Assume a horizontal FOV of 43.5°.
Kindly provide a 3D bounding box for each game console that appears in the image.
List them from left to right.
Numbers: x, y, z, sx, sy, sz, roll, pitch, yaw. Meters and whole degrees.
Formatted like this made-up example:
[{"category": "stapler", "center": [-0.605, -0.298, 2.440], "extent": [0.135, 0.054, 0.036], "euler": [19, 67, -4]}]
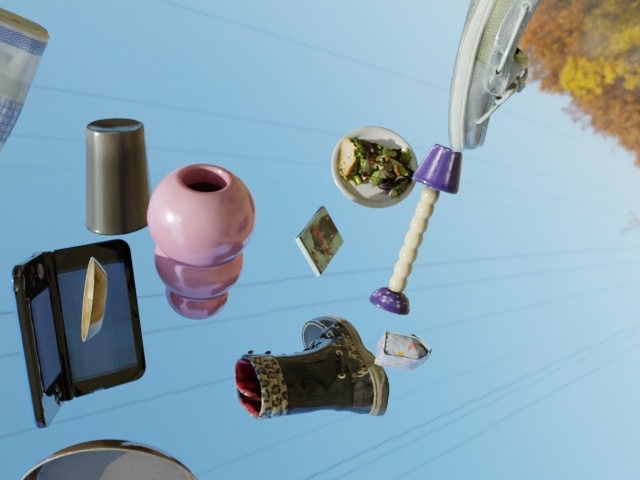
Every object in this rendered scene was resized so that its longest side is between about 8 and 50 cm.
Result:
[{"category": "game console", "center": [-0.437, 0.161, 1.482], "extent": [0.250, 0.173, 0.293], "euler": [-124, 27, -80]}]

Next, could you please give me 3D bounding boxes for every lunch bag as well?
[{"category": "lunch bag", "center": [0.139, 0.186, 1.347], "extent": [0.083, 0.071, 0.053], "euler": [13, -114, -2]}]

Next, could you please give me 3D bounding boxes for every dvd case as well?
[{"category": "dvd case", "center": [0.000, 0.000, 1.507], "extent": [0.087, 0.013, 0.119], "euler": [61, -142, -19]}]

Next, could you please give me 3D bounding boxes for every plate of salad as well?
[{"category": "plate of salad", "center": [0.124, -0.169, 1.800], "extent": [0.200, 0.048, 0.200], "euler": [2, -108, -7]}]

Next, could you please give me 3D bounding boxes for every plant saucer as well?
[{"category": "plant saucer", "center": [-0.221, 0.058, 0.788], "extent": [0.015, 0.083, 0.083], "euler": [6, -131, -22]}, {"category": "plant saucer", "center": [-0.349, 0.423, 1.356], "extent": [0.310, 0.310, 0.050], "euler": [33, -148, -30]}]

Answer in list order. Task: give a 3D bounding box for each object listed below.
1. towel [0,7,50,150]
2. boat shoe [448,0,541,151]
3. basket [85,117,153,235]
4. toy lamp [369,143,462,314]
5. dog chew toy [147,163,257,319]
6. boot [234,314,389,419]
[{"category": "towel", "center": [-0.407, -0.124, 0.766], "extent": [0.209, 0.285, 0.034], "euler": [17, -149, -33]}, {"category": "boat shoe", "center": [0.215, -0.246, 0.901], "extent": [0.103, 0.320, 0.118], "euler": [16, -160, 6]}, {"category": "basket", "center": [-0.460, -0.154, 1.827], "extent": [0.154, 0.227, 0.204], "euler": [5, -157, 6]}, {"category": "toy lamp", "center": [0.157, -0.019, 1.285], "extent": [0.080, 0.275, 0.080], "euler": [19, -168, -4]}, {"category": "dog chew toy", "center": [-0.233, 0.019, 1.567], "extent": [0.206, 0.332, 0.206], "euler": [6, -144, -4]}, {"category": "boot", "center": [-0.046, 0.272, 1.750], "extent": [0.284, 0.138, 0.377], "euler": [-1, -158, -22]}]
